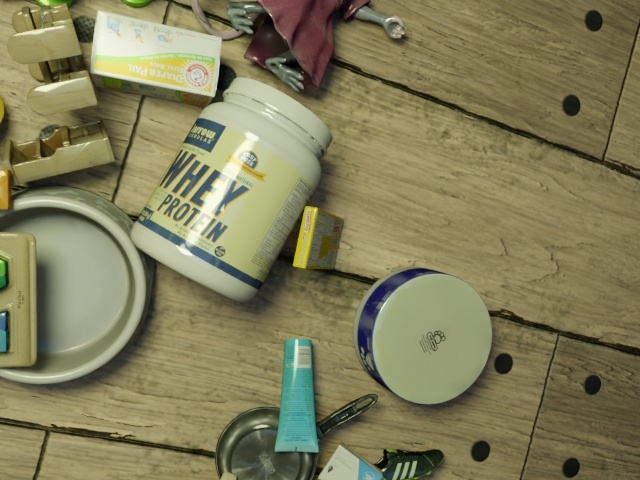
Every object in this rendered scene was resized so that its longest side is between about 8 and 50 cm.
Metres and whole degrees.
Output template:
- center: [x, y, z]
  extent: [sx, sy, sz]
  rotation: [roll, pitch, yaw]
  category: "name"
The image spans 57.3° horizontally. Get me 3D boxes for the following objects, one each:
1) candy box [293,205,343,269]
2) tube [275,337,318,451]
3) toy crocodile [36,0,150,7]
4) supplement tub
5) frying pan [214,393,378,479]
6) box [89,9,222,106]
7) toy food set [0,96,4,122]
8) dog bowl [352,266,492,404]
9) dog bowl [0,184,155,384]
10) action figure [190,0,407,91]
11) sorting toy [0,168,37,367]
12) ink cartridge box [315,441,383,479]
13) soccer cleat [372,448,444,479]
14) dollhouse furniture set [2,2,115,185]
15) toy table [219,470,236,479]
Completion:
- center: [0.000, 0.000, 1.070]
  extent: [0.027, 0.206, 0.105]
  rotation: [9, 89, 15]
  category: "candy box"
- center: [-0.043, 0.291, 1.108]
  extent: [0.080, 0.052, 0.206]
  rotation: [0, 72, 0]
  category: "tube"
- center: [-0.382, -0.454, 0.972]
  extent: [0.341, 0.115, 0.105]
  rotation: [-11, 94, -18]
  category: "toy crocodile"
- center: [-0.143, -0.084, 0.998]
  extent: [0.236, 0.235, 0.324]
  rotation: [31, 84, -16]
  category: "supplement tub"
- center: [-0.040, 0.412, 1.122]
  extent: [0.327, 0.053, 0.197]
  rotation: [-5, 89, -2]
  category: "frying pan"
- center: [-0.280, -0.307, 1.009]
  extent: [0.203, 0.114, 0.103]
  rotation: [7, 91, -18]
  category: "box"
- center: [-0.600, -0.167, 0.918]
  extent: [0.128, 0.071, 0.217]
  rotation: [36, 54, -9]
  category: "toy food set"
- center: [0.206, 0.189, 1.183]
  extent: [0.265, 0.104, 0.264]
  rotation: [-1, 94, -16]
  category: "dog bowl"
- center: [-0.453, 0.079, 0.985]
  extent: [0.349, 0.102, 0.348]
  rotation: [-1, 93, -17]
  category: "dog bowl"
- center: [-0.005, -0.454, 1.082]
  extent: [0.276, 0.248, 0.370]
  rotation: [24, 68, 26]
  category: "action figure"
- center: [-0.548, 0.045, 0.877]
  extent: [0.229, 0.041, 0.306]
  rotation: [1, 94, -11]
  category: "sorting toy"
- center: [0.032, 0.505, 1.152]
  extent: [0.104, 0.060, 0.180]
  rotation: [33, 82, 11]
  category: "ink cartridge box"
- center: [0.171, 0.461, 1.213]
  extent: [0.179, 0.060, 0.072]
  rotation: [-17, 91, -13]
  category: "soccer cleat"
- center: [-0.442, -0.231, 0.919]
  extent: [0.161, 0.212, 0.241]
  rotation: [-17, 124, -16]
  category: "dollhouse furniture set"
- center: [-0.222, 0.556, 1.025]
  extent: [0.252, 0.161, 0.274]
  rotation: [37, 96, -5]
  category: "toy table"
